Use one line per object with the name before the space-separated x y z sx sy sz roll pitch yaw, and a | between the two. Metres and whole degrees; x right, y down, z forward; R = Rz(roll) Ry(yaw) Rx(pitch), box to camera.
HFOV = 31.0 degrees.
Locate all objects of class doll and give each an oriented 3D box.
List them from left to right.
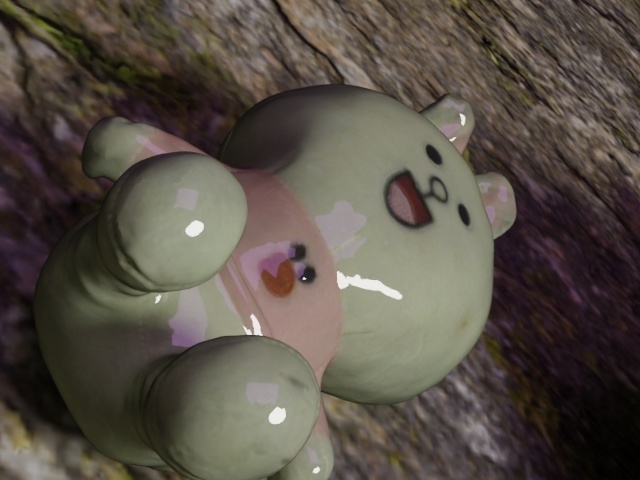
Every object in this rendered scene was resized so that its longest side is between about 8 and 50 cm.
doll | -0.011 0.007 0.449 0.155 0.113 0.275 59 31 1
